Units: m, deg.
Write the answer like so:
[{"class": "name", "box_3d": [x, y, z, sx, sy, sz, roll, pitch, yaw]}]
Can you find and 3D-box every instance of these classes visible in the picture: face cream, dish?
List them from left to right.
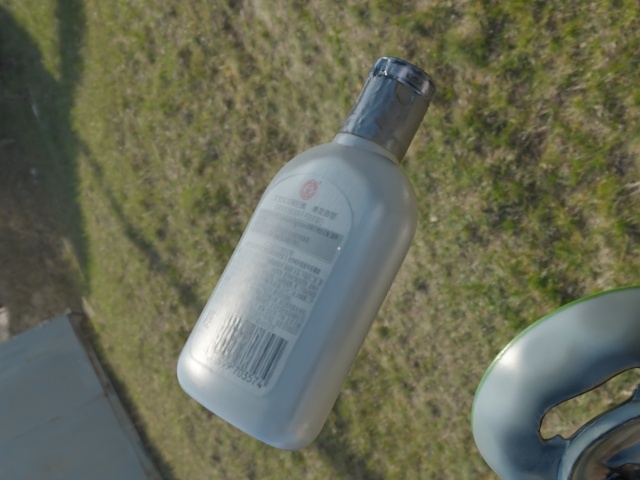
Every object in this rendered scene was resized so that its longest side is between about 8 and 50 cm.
[{"class": "face cream", "box_3d": [0.000, 0.000, 0.570, 0.144, 0.291, 0.071, 18, 169, 42]}, {"class": "dish", "box_3d": [0.337, 0.211, 0.824, 0.124, 0.324, 0.324, -101, 5, -56]}]
